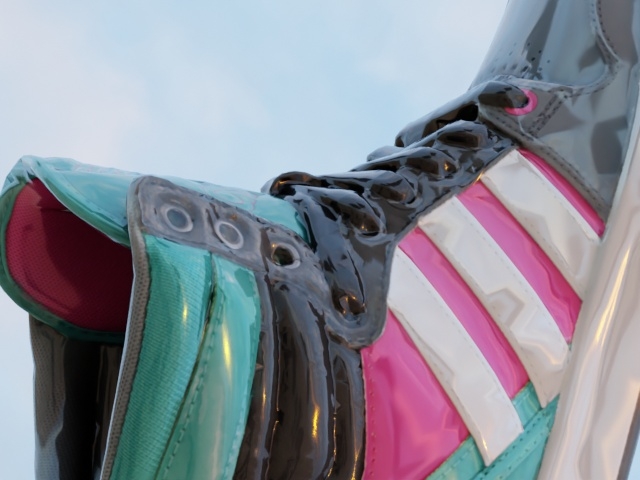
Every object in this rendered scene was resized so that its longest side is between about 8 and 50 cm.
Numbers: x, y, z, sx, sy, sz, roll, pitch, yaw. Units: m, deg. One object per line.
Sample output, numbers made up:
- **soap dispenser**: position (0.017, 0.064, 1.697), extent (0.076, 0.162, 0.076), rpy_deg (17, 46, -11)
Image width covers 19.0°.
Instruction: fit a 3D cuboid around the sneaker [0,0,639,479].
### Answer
- **sneaker**: position (0.000, 0.000, 0.553), extent (0.178, 0.295, 0.124), rpy_deg (25, -27, -14)
